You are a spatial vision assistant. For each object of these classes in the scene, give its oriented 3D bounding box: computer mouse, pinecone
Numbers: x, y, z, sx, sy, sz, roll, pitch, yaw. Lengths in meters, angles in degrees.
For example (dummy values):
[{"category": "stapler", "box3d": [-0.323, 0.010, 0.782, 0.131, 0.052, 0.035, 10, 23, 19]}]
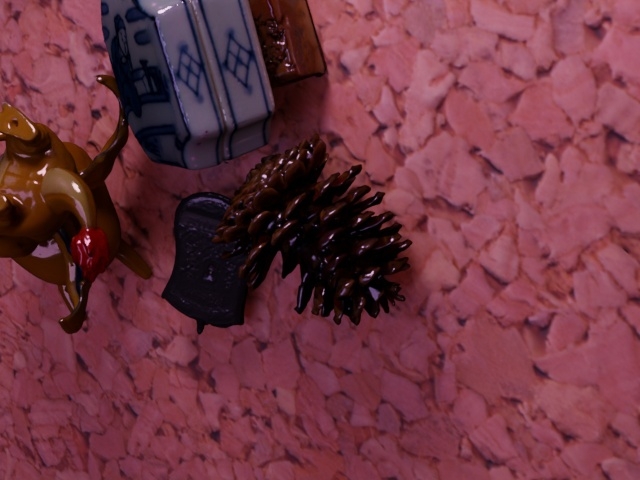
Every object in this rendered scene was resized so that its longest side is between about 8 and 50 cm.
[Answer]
[{"category": "computer mouse", "box3d": [-0.170, 0.033, 1.709, 0.147, 0.088, 0.264, 21, 116, 9]}, {"category": "pinecone", "box3d": [-0.002, 0.003, 1.497, 0.292, 0.246, 0.246, 40, 123, 8]}]

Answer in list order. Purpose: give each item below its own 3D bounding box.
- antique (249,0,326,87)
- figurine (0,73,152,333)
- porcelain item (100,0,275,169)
[{"category": "antique", "box3d": [-0.086, -0.373, 1.520, 0.087, 0.093, 0.310, -12, 99, 36]}, {"category": "figurine", "box3d": [-0.428, -0.028, 1.686, 0.268, 0.387, 0.401, -2, 74, -1]}, {"category": "porcelain item", "box3d": [-0.201, -0.250, 1.526, 0.281, 0.157, 0.286, 16, 124, 61]}]
